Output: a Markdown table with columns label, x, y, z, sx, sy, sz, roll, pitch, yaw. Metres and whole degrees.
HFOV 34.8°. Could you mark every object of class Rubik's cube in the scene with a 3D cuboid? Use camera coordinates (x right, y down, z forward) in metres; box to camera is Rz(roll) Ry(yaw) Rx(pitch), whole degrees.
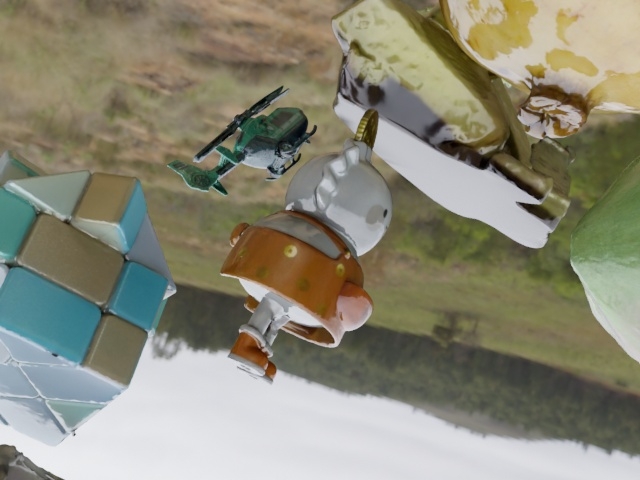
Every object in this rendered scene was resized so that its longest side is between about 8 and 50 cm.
| label | x | y | z | sx | sy | sz | roll | pitch | yaw |
| --- | --- | --- | --- | --- | --- | --- | --- | --- | --- |
| Rubik's cube | -0.253 | 0.049 | 0.943 | 0.224 | 0.213 | 0.265 | 31 | 139 | -21 |

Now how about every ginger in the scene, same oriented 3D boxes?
| label | x | y | z | sx | sy | sz | roll | pitch | yaw |
| --- | --- | --- | --- | --- | --- | --- | --- | --- | --- |
| ginger | 0.213 | -0.167 | 1.319 | 0.358 | 0.211 | 0.413 | 32 | 176 | 35 |

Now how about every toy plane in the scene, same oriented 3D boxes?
| label | x | y | z | sx | sy | sz | roll | pitch | yaw |
| --- | --- | --- | --- | --- | --- | --- | --- | --- | --- |
| toy plane | -0.082 | -0.118 | 1.257 | 0.096 | 0.235 | 0.060 | 40 | 137 | 6 |

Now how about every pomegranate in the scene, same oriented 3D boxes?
| label | x | y | z | sx | sy | sz | roll | pitch | yaw |
| --- | --- | --- | --- | --- | --- | --- | --- | --- | --- |
| pomegranate | 0.227 | -0.243 | 0.806 | 0.307 | 0.307 | 0.307 | 19 | 176 | 1 |

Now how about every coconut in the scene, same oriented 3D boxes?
| label | x | y | z | sx | sy | sz | roll | pitch | yaw |
| --- | --- | --- | --- | --- | --- | --- | --- | --- | --- |
| coconut | 0.320 | 0.023 | 0.863 | 0.236 | 0.236 | 0.204 | 19 | 144 | -1 |

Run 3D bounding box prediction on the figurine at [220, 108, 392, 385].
| label | x | y | z | sx | sy | sz | roll | pitch | yaw |
| --- | --- | --- | --- | --- | --- | --- | --- | --- | --- |
| figurine | -0.010 | -0.001 | 0.930 | 0.143 | 0.271 | 0.143 | 11 | 160 | 4 |

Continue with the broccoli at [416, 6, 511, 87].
| label | x | y | z | sx | sy | sz | roll | pitch | yaw |
| --- | --- | --- | --- | --- | --- | --- | --- | --- | --- |
| broccoli | 0.252 | -0.378 | 1.847 | 0.361 | 0.221 | 0.252 | -16 | 171 | 14 |

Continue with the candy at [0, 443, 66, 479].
| label | x | y | z | sx | sy | sz | roll | pitch | yaw |
| --- | --- | --- | --- | --- | --- | --- | --- | --- | --- |
| candy | -0.282 | 0.284 | 0.888 | 0.195 | 0.137 | 0.185 | -21 | 130 | 31 |
